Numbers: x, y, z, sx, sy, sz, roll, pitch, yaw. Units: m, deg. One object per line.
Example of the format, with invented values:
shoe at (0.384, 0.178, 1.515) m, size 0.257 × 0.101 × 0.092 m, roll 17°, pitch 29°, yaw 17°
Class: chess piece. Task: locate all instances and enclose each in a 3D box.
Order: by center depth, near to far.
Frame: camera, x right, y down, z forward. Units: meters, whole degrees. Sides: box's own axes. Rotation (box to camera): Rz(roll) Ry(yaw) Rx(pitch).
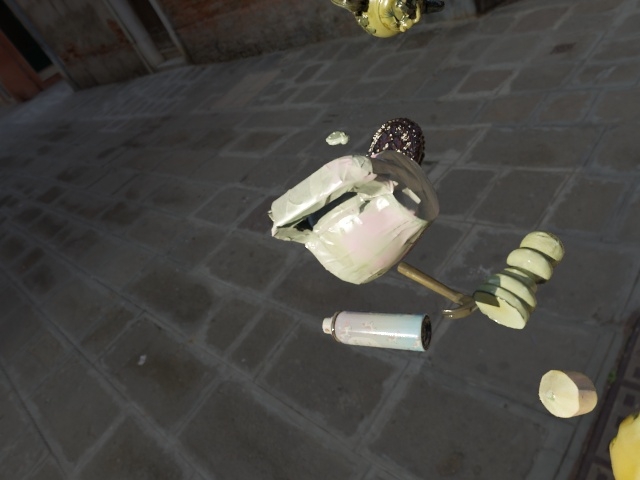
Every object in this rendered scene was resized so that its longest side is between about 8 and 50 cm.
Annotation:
chess piece at (0.484, 0.076, 1.089) m, size 0.243 × 0.133 × 0.133 m, roll -47°, pitch 38°, yaw -16°

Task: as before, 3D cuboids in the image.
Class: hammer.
hammer at (0.419, 0.162, 1.690) m, size 0.168 × 0.044 × 0.440 m, roll -33°, pitch 25°, yaw -11°

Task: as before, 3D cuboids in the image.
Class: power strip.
power strip at (0.049, -0.296, 1.313) m, size 0.055 × 0.035 × 0.083 m, roll -45°, pitch 38°, yaw -19°

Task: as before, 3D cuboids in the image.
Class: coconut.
coconut at (0.633, 0.397, 1.191) m, size 0.122 × 0.116 × 0.116 m, roll 7°, pitch 24°, yaw -26°

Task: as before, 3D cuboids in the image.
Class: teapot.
teapot at (0.056, -0.057, 0.653) m, size 0.178 × 0.221 × 0.164 m, roll -39°, pitch 31°, yaw 39°
teapot at (0.157, -0.552, 1.061) m, size 0.269 × 0.173 × 0.183 m, roll -5°, pitch 41°, yaw -16°

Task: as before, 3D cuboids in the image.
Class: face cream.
face cream at (0.111, 0.184, 0.959) m, size 0.229 × 0.075 × 0.075 m, roll -2°, pitch 43°, yaw 32°

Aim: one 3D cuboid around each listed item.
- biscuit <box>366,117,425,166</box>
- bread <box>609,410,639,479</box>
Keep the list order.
biscuit at (0.180, -0.208, 1.130) m, size 0.194 × 0.053 × 0.195 m, roll -22°, pitch 62°, yaw 50°
bread at (0.748, 0.416, 0.922) m, size 0.332 × 0.333 × 0.160 m, roll -25°, pitch 23°, yaw 7°
